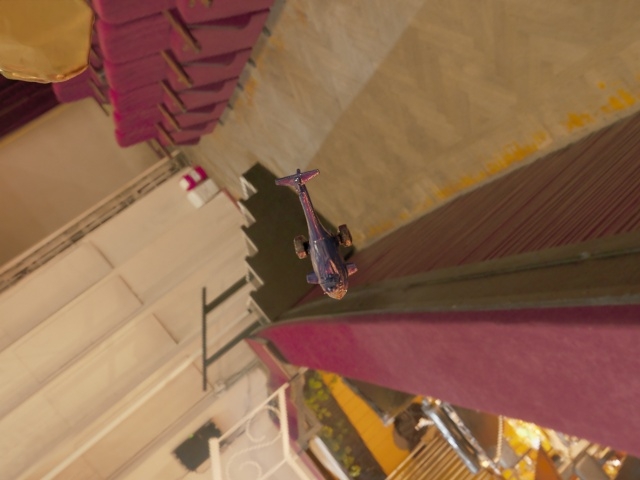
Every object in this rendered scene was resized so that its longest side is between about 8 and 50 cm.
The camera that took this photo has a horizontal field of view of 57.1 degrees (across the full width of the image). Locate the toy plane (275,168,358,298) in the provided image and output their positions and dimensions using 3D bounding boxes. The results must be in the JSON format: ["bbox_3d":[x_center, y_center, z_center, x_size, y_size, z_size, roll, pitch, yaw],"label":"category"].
[{"bbox_3d":[0.000,0.000,0.525,0.062,0.054,0.167,-99,-7,-48],"label":"toy plane"}]

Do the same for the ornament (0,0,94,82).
[{"bbox_3d":[-0.313,-0.247,0.540,0.059,0.201,0.179,20,103,47],"label":"ornament"}]
